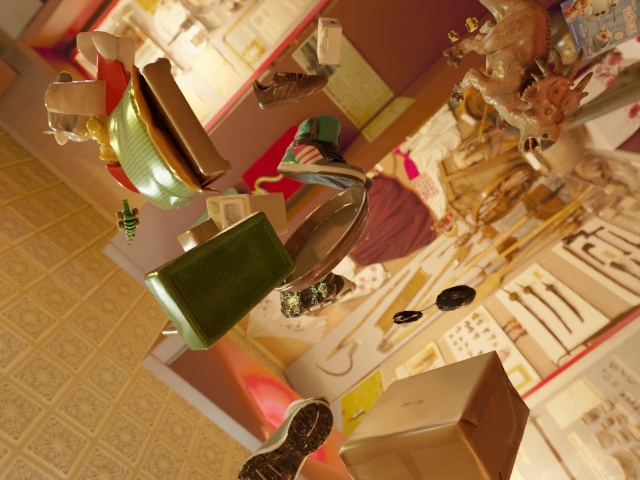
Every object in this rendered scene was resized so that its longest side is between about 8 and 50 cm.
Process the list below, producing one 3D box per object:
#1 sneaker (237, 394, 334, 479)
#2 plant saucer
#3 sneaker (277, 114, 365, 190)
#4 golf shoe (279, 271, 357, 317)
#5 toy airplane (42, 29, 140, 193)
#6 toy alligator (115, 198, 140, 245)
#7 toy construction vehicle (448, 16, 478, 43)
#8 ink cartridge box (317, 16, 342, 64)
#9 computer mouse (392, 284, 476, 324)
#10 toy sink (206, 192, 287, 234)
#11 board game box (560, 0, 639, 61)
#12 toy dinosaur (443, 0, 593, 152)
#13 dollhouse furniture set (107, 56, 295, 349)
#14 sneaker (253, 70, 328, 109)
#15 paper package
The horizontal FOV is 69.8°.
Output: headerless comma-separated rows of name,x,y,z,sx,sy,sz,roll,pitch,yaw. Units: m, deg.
sneaker,-0.066,0.440,0.977,0.100,0.271,0.108,43,-175,5
plant saucer,0.000,0.000,0.939,0.041,0.278,0.278,42,-167,-19
sneaker,0.021,-0.235,1.194,0.295,0.179,0.123,17,175,44
golf shoe,-0.016,0.166,1.329,0.120,0.272,0.105,10,-113,-39
toy airplane,-0.578,-0.358,1.231,0.386,0.272,0.385,64,-166,-58
toy alligator,-0.530,-0.034,1.275,0.056,0.190,0.051,-15,-125,-29
toy construction vehicle,0.406,-0.604,1.308,0.035,0.086,0.098,57,-145,-4
ink cartridge box,0.023,-0.554,1.274,0.056,0.099,0.135,2,-146,-5
computer mouse,0.312,0.187,1.262,0.071,0.242,0.041,47,-154,-36
toy sink,-0.223,-0.066,1.294,0.234,0.152,0.131,-20,-74,-59
board game box,0.398,-0.312,0.642,0.090,0.090,0.020,50,-143,-28
toy dinosaur,0.309,-0.278,0.702,0.200,0.127,0.296,1,101,64
dollhouse furniture set,-0.202,-0.035,0.558,0.151,0.197,0.302,-39,-76,-38
sneaker,-0.076,-0.364,1.077,0.066,0.188,0.071,-72,-37,-49
paper package,0.262,0.423,1.040,0.309,0.324,0.168,-28,-93,-53
